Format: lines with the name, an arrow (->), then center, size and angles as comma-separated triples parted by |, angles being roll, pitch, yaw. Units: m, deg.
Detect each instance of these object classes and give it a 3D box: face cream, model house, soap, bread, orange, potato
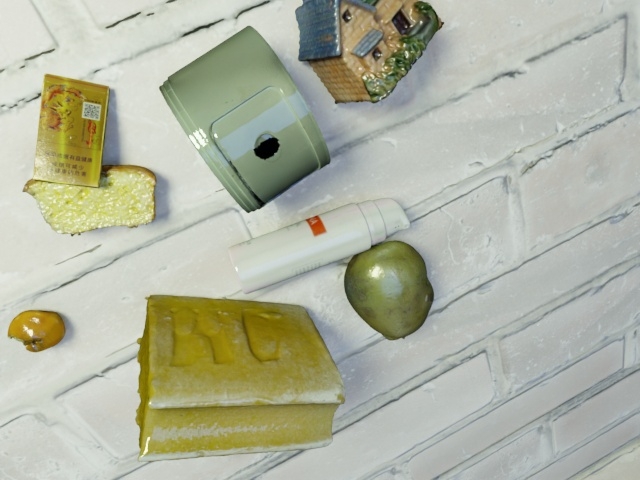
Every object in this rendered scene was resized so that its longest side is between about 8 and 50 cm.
face cream -> 0.000, 0.000, 0.839 | 0.345, 0.102, 0.102 | -21, 120, -10
model house -> 0.062, -0.336, 0.666 | 0.183, 0.166, 0.172 | -49, 118, -6
soap -> -0.158, 0.234, 0.788 | 0.335, 0.293, 0.156 | 9, 109, -22
bread -> -0.359, -0.069, 0.696 | 0.187, 0.065, 0.103 | -12, 117, -18
orange -> -0.498, 0.160, 0.760 | 0.086, 0.062, 0.086 | -9, 117, -19
potato -> 0.151, 0.115, 0.924 | 0.174, 0.159, 0.251 | -14, 118, 19

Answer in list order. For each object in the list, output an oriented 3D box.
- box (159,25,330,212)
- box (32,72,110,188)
box -> -0.107, -0.171, 0.642 | 0.149, 0.226, 0.226 | -34, 122, -1
box -> -0.366, -0.160, 0.638 | 0.089, 0.022, 0.156 | 4, 88, -23
